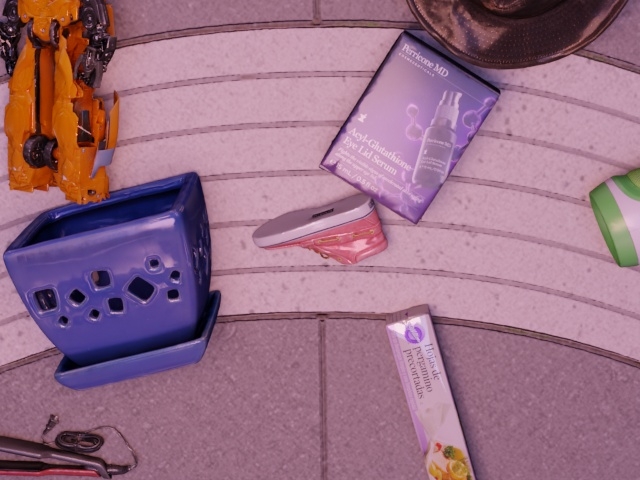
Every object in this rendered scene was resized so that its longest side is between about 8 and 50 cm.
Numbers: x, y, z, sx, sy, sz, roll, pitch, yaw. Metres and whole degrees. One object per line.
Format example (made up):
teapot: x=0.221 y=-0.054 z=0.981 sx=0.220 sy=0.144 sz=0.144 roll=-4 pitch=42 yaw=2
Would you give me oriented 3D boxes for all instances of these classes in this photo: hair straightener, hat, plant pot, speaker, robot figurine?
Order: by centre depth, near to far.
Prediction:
hat: x=0.250 y=-0.353 z=1.501 sx=0.331 sy=0.134 sz=0.331 roll=1 pitch=110 yaw=4
speaker: x=0.507 y=-0.069 z=1.623 sx=0.296 sy=0.131 sz=0.131 roll=-22 pitch=98 yaw=7
plant pot: x=-0.252 y=0.057 z=1.640 sx=0.236 sy=0.236 sz=0.212 roll=-13 pitch=105 yaw=5
robot figurine: x=-0.340 y=-0.202 z=1.646 sx=0.211 sy=0.085 sz=0.291 roll=12 pitch=102 yaw=34
hair straightener: x=-0.372 y=0.294 z=1.779 sx=0.230 sy=0.047 sz=0.089 roll=5 pitch=101 yaw=2

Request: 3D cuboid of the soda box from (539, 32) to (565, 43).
soda box: x=0.276 y=-0.348 z=1.617 sx=0.058 sy=0.061 sz=0.181 roll=-21 pitch=99 yaw=7

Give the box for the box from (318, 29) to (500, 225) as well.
box: x=0.116 y=-0.149 z=1.640 sx=0.153 sy=0.108 sz=0.207 roll=31 pitch=101 yaw=-2

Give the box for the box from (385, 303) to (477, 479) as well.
box: x=0.162 y=0.252 z=1.733 sx=0.063 sy=0.067 sz=0.324 roll=-15 pitch=98 yaw=5

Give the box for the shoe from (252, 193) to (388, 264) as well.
shoe: x=0.000 y=0.000 z=1.696 sx=0.178 sy=0.063 sz=0.081 roll=-16 pitch=115 yaw=17
